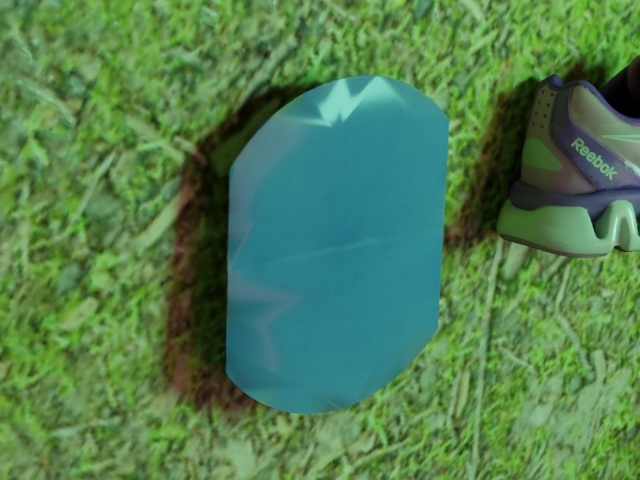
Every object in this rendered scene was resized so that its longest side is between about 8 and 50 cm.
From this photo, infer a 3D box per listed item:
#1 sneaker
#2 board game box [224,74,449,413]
[{"bbox_3d":[0.207,-0.054,1.005,0.236,0.095,0.104,-5,100,-24],"label":"sneaker"},{"bbox_3d":[0.000,0.000,0.888,0.133,0.033,0.169,-12,113,-36],"label":"board game box"}]
